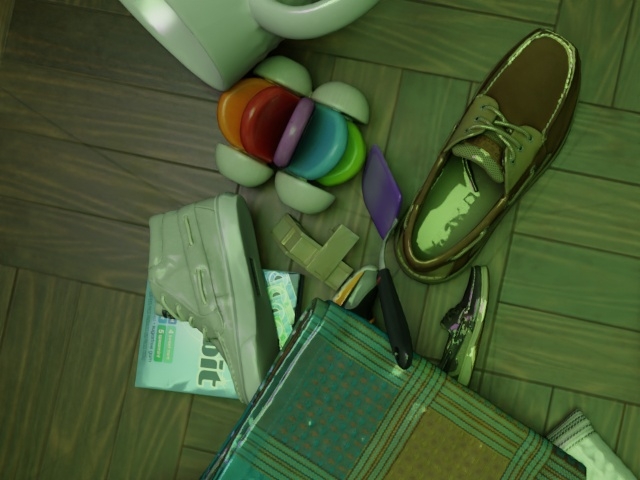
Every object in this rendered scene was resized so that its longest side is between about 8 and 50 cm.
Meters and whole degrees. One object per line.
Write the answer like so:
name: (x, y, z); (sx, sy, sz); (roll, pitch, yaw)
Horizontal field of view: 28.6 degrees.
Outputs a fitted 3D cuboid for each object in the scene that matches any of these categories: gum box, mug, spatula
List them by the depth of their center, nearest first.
mug: (-0.054, -0.352, 1.375); (0.328, 0.276, 0.374); (-45, 53, -6)
spatula: (0.075, 0.021, 1.389); (0.030, 0.084, 0.296); (6, 48, -11)
gum box: (-0.120, 0.107, 1.495); (0.184, 0.041, 0.157); (5, 86, 8)

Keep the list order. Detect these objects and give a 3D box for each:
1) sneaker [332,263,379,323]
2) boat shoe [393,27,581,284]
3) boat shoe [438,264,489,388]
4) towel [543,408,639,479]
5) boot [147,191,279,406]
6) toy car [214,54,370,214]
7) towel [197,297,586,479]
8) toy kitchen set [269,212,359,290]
sneaker: (0.031, 0.130, 1.458); (0.083, 0.084, 0.215); (22, 100, 8)
boat shoe: (0.195, -0.091, 1.425); (0.122, 0.120, 0.324); (30, 91, 8)
boat shoe: (0.163, 0.101, 1.450); (0.049, 0.056, 0.152); (11, 88, 3)
towel: (0.279, 0.411, 1.418); (0.312, 0.056, 0.324); (-39, 83, 4)
boot: (-0.126, 0.080, 1.439); (0.123, 0.095, 0.258); (-14, 75, 12)
toy car: (-0.036, -0.126, 1.449); (0.182, 0.136, 0.159); (25, 90, 8)
towel: (0.080, 0.264, 1.339); (0.370, 0.040, 0.271); (33, 81, -10)
toy kitchen set: (0.000, 0.000, 1.488); (0.083, 0.075, 0.068); (37, 96, -27)
